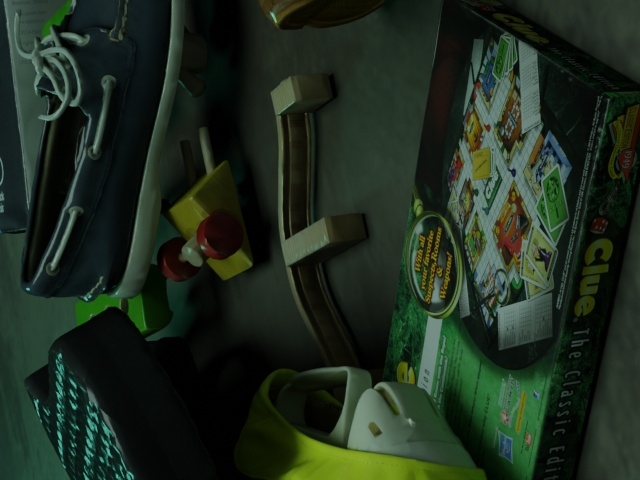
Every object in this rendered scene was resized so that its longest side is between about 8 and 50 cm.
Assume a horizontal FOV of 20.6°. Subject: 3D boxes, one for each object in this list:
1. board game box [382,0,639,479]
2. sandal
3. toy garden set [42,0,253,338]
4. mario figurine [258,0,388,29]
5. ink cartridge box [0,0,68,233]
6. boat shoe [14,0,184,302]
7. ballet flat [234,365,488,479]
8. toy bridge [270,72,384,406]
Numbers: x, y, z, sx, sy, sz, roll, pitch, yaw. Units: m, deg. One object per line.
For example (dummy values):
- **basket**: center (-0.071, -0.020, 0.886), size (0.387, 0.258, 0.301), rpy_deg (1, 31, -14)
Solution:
- **board game box**: center (0.082, 0.027, 0.825), size (0.136, 0.030, 0.260), rpy_deg (42, 132, 49)
- **sandal**: center (-0.092, 0.125, 1.049), size (0.167, 0.107, 0.446), rpy_deg (62, 165, 2)
- **toy garden set**: center (-0.110, -0.060, 1.144), size (0.204, 0.049, 0.244), rpy_deg (-28, 66, 56)
- **mario figurine**: center (-0.017, -0.279, 0.885), size (0.198, 0.170, 0.320), rpy_deg (-29, 79, 22)
- **ink cartridge box**: center (-0.239, -0.171, 1.345), size (0.165, 0.065, 0.333), rpy_deg (-5, 91, 63)
- **boat shoe**: center (-0.140, -0.088, 1.067), size (0.095, 0.079, 0.254), rpy_deg (31, 116, 57)
- **ballet flat**: center (0.022, 0.103, 0.856), size (0.231, 0.077, 0.077), rpy_deg (7, 87, 63)
- **toy bridge**: center (0.000, 0.000, 0.973), size (0.063, 0.026, 0.188), rpy_deg (-31, 69, 61)
